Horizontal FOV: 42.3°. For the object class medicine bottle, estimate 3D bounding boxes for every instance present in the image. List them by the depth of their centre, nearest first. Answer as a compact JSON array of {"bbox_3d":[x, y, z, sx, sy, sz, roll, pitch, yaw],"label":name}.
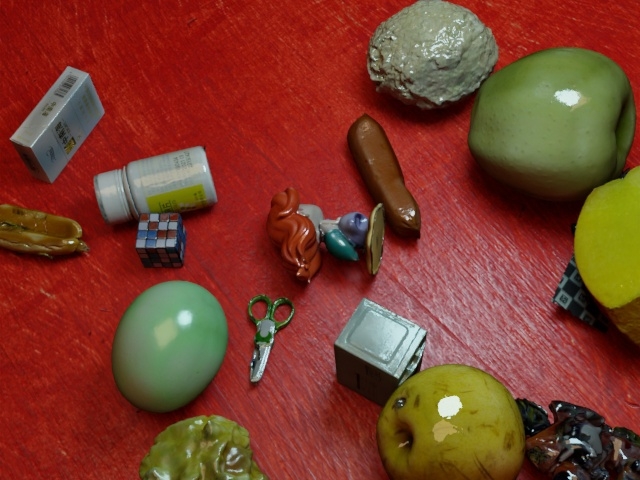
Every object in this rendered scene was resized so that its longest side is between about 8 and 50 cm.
[{"bbox_3d":[-0.374,-0.121,1.886,0.258,0.143,0.143,-13,60,-5],"label":"medicine bottle"}]

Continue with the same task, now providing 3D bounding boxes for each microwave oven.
[{"bbox_3d":[0.116,0.225,1.623,0.162,0.208,0.122,28,65,17],"label":"microwave oven"}]

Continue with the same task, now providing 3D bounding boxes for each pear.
[{"bbox_3d":[0.233,0.358,1.497,0.281,0.280,0.280,-1,60,2],"label":"pear"}]

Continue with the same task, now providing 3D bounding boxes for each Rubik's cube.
[{"bbox_3d":[-0.354,0.000,1.843,0.092,0.092,0.092,-1,61,3],"label":"Rubik's cube"}]

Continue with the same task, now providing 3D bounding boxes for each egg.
[{"bbox_3d":[-0.300,0.210,1.645,0.220,0.220,0.269,16,62,12],"label":"egg"},{"bbox_3d":[0.267,-0.440,1.974,0.311,0.279,0.279,-11,59,11],"label":"egg"}]

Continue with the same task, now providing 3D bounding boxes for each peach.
[{"bbox_3d":[0.691,0.066,1.668,0.306,0.242,0.380,14,52,-33],"label":"peach"}]

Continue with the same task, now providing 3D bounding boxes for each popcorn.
[{"bbox_3d":[-0.217,0.440,1.510,0.249,0.225,0.249,-6,59,11],"label":"popcorn"}]

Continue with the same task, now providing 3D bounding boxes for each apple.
[{"bbox_3d":[0.510,-0.256,1.810,0.357,0.357,0.357,-1,60,2],"label":"apple"}]

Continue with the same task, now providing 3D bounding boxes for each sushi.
[{"bbox_3d":[0.579,0.093,1.774,0.139,0.031,0.201,33,65,0],"label":"sushi"}]

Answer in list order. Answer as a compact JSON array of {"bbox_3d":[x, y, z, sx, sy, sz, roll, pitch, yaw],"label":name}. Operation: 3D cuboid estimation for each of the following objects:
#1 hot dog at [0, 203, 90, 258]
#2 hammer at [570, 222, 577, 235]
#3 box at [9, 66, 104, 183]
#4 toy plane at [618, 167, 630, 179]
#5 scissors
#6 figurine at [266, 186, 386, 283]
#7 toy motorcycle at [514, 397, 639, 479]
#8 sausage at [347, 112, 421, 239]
[{"bbox_3d":[-0.651,-0.016,1.880,0.270,0.072,0.109,13,63,12],"label":"hot dog"},{"bbox_3d":[0.703,-0.040,1.830,0.288,0.033,0.111,-9,105,6],"label":"hammer"},{"bbox_3d":[-0.625,-0.276,1.982,0.067,0.155,0.242,21,64,15],"label":"box"},{"bbox_3d":[0.726,-0.137,1.887,0.189,0.061,0.130,-36,88,-20],"label":"toy plane"},{"bbox_3d":[-0.117,0.209,1.748,0.101,0.027,0.204,5,58,9],"label":"scissors"},{"bbox_3d":[-0.001,-0.008,1.790,0.257,0.181,0.208,5,89,14],"label":"figurine"},{"bbox_3d":[0.540,0.413,1.529,0.401,0.134,0.207,17,33,-4],"label":"toy motorcycle"},{"bbox_3d":[0.145,-0.145,1.902,0.094,0.097,0.348,-22,61,2],"label":"sausage"}]
